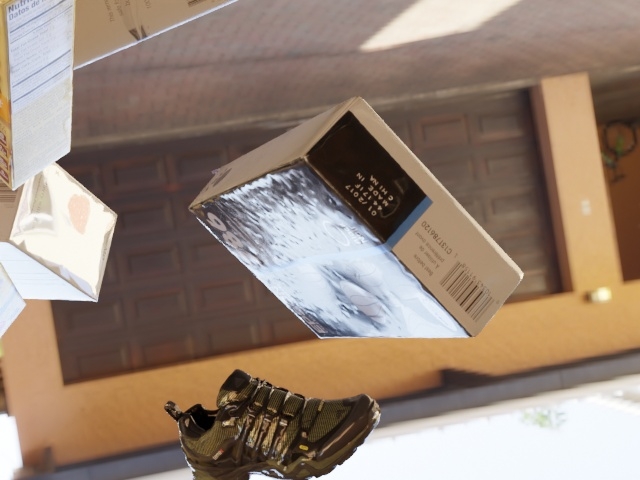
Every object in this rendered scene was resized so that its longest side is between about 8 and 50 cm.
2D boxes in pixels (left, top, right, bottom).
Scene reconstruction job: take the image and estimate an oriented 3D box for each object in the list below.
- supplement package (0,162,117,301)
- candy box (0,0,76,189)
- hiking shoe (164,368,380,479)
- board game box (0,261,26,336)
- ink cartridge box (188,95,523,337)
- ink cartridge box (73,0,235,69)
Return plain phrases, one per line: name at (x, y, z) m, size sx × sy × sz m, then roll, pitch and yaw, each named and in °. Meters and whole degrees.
supplement package at (-0.505, -0.025, 1.854) m, size 0.175 × 0.177 × 0.293 m, roll 1°, pitch 159°, yaw 19°
candy box at (-0.325, -0.204, 1.032) m, size 0.087 × 0.183 × 0.316 m, roll -42°, pitch 169°, yaw -27°
hiking shoe at (-0.053, 0.185, 1.103) m, size 0.227 × 0.114 × 0.086 m, roll -19°, pitch -161°, yaw 20°
board game box at (-0.406, 0.127, 0.966) m, size 0.308 × 0.086 × 0.302 m, roll -55°, pitch 180°, yaw -16°
ink cartridge box at (0.000, 0.000, 0.819) m, size 0.065 × 0.165 × 0.333 m, roll -49°, pitch -168°, yaw -17°
ink cartridge box at (-0.226, -0.342, 1.221) m, size 0.283 × 0.207 × 0.117 m, roll -26°, pitch -137°, yaw -13°
